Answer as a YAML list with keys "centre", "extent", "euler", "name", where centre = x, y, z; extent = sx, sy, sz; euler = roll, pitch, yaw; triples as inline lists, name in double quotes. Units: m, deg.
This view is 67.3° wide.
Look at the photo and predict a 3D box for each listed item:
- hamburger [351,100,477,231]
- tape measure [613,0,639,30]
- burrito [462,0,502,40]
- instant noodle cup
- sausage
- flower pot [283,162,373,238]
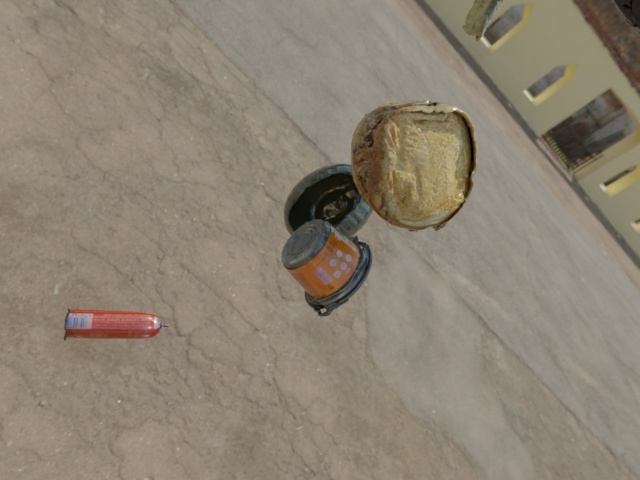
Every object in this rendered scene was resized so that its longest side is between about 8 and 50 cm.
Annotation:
- centre: [0.189, -0.141, 0.927]
  extent: [0.286, 0.243, 0.146]
  euler: [40, 4, -24]
  name: "hamburger"
- centre: [0.833, -0.632, 1.236]
  extent: [0.202, 0.135, 0.222]
  euler: [-18, 74, -42]
  name: "tape measure"
- centre: [0.442, -0.628, 1.221]
  extent: [0.063, 0.229, 0.058]
  euler: [41, 26, 30]
  name: "burrito"
- centre: [0.000, 0.037, 0.989]
  extent: [0.125, 0.178, 0.208]
  euler: [44, 31, -27]
  name: "instant noodle cup"
- centre: [-0.302, 0.126, 0.721]
  extent: [0.146, 0.050, 0.048]
  euler: [3, 83, -18]
  name: "sausage"
- centre: [0.023, -0.085, 1.191]
  extent: [0.189, 0.243, 0.157]
  euler: [58, 8, 4]
  name: "flower pot"
